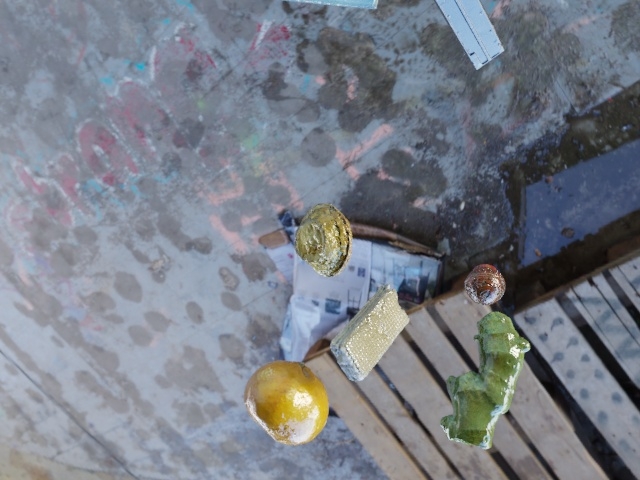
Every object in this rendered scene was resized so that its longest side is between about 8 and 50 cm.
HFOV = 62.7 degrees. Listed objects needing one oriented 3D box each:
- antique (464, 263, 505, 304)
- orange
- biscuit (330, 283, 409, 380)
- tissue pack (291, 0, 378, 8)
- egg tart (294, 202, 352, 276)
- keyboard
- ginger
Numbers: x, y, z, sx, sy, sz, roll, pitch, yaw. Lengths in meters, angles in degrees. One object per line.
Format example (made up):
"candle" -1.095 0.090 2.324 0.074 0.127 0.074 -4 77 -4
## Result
"antique" 0.414 0.116 1.322 0.104 0.104 0.104 9 119 17
"orange" -0.083 0.402 1.316 0.193 0.219 0.219 -43 96 -1
"biscuit" 0.121 0.212 1.233 0.062 0.239 0.108 -13 112 47
"tissue pack" -0.015 -0.512 0.980 0.263 0.177 0.089 7 137 5
"egg tart" 0.000 0.000 1.276 0.191 0.074 0.191 2 92 47
"keyboard" 0.260 -0.386 0.925 0.067 0.011 0.202 -33 135 21
"ginger" 0.340 0.294 1.103 0.089 0.137 0.289 23 93 -35
